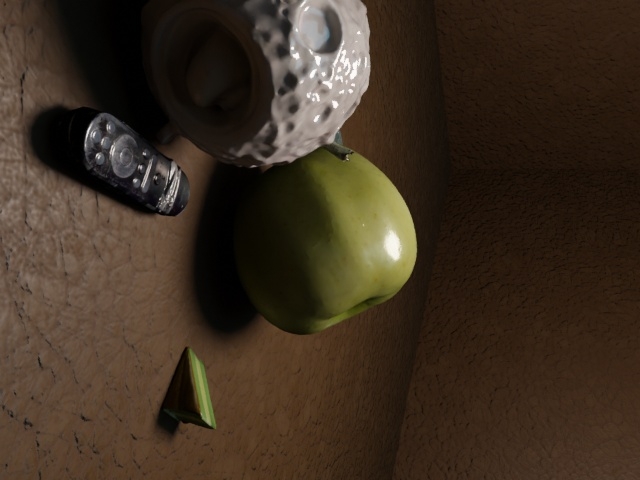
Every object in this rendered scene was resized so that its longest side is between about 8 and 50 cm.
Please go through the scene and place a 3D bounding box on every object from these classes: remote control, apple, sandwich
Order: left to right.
[{"bbox_3d":[-0.267,-0.102,0.823,0.090,0.066,0.266,-69,160,-10],"label":"remote control"},{"bbox_3d":[-0.202,0.250,1.001,0.074,0.074,0.117,66,34,-51],"label":"sandwich"},{"bbox_3d":[0.000,0.000,1.138,0.357,0.356,0.358,3,90,-69],"label":"apple"}]

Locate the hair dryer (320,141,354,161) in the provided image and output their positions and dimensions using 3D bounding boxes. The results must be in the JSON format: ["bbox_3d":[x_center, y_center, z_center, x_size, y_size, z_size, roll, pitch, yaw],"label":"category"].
[{"bbox_3d":[-0.035,-0.260,1.099,0.092,0.266,0.229,88,20,-58],"label":"hair dryer"}]

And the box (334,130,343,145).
[{"bbox_3d":[0.026,-0.238,1.570,0.074,0.054,0.099,-66,151,-47],"label":"box"}]

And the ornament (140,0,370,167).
[{"bbox_3d":[-0.088,-0.281,0.874,0.337,0.336,0.338,3,90,-69],"label":"ornament"}]
